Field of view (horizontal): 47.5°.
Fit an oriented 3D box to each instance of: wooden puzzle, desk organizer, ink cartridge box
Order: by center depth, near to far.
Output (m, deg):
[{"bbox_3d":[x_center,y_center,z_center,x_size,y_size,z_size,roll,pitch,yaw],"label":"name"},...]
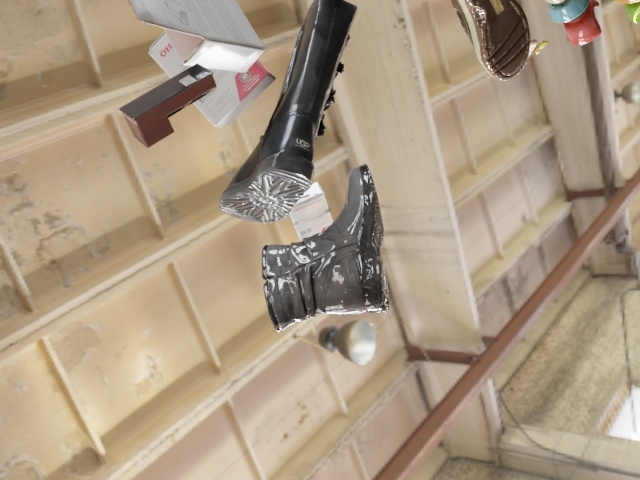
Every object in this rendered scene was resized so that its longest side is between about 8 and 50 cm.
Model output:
[{"bbox_3d":[-0.203,-0.186,0.999,0.130,0.047,0.050,-36,-44,-19],"label":"desk organizer"},{"bbox_3d":[-0.248,-0.397,1.094,0.261,0.066,0.296,-8,-117,-54],"label":"ink cartridge box"},{"bbox_3d":[-0.227,-0.367,1.520,0.218,0.158,0.092,48,-168,3],"label":"ink cartridge box"},{"bbox_3d":[0.474,-0.451,1.727,0.116,0.078,0.014,-8,-112,-14],"label":"wooden puzzle"},{"bbox_3d":[-0.026,-0.067,1.821,0.099,0.056,0.135,-23,-47,-4],"label":"ink cartridge box"}]

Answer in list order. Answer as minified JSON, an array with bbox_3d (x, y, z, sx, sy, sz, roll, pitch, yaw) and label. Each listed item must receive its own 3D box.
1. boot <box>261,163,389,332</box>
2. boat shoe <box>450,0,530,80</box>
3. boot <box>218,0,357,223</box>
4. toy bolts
[{"bbox_3d":[0.000,0.000,1.311,0.338,0.223,0.118,-88,-15,-44],"label":"boot"},{"bbox_3d":[0.260,-0.370,1.156,0.095,0.095,0.257,-34,-45,1],"label":"boat shoe"},{"bbox_3d":[-0.074,-0.287,1.637,0.146,0.367,0.445,21,-113,-24],"label":"boot"},{"bbox_3d":[0.549,-0.520,1.428,0.158,0.228,0.218,28,-128,-39],"label":"toy bolts"}]
